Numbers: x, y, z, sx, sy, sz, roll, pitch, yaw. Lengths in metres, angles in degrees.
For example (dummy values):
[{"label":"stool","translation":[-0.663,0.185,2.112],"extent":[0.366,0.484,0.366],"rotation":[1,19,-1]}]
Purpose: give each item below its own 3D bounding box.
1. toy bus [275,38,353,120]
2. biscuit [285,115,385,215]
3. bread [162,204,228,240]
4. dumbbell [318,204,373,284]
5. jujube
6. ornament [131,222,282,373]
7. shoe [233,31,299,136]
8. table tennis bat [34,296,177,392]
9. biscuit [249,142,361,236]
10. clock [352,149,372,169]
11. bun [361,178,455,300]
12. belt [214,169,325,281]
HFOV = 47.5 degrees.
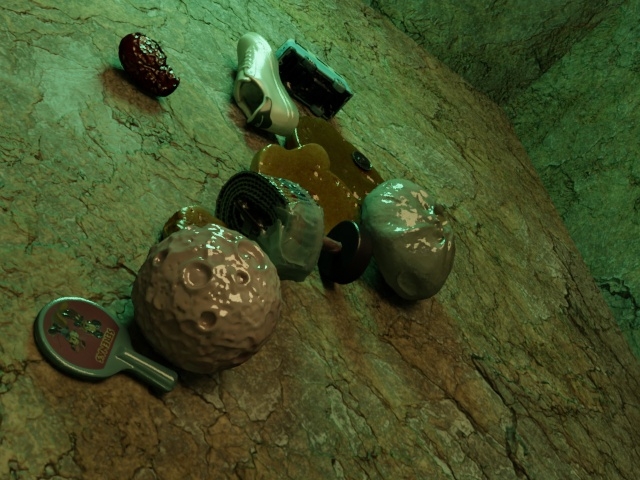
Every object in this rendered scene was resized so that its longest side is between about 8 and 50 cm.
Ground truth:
[{"label":"toy bus","translation":[-0.042,-0.527,2.329],"extent":[0.271,0.133,0.164],"rotation":[31,28,-32]},{"label":"biscuit","translation":[0.056,-0.207,2.122],"extent":[0.381,0.074,0.359],"rotation":[35,32,-25]},{"label":"bread","translation":[-0.249,-0.008,1.467],"extent":[0.140,0.069,0.128],"rotation":[29,32,-31]},{"label":"dumbbell","translation":[0.000,0.000,1.703],"extent":[0.218,0.152,0.152],"rotation":[25,35,-34]},{"label":"jujube","translation":[-0.414,-0.412,1.729],"extent":[0.166,0.104,0.104],"rotation":[55,27,-14]},{"label":"ornament","translation":[-0.189,0.093,1.252],"extent":[0.259,0.225,0.259],"rotation":[38,26,-22]},{"label":"shoe","translation":[-0.194,-0.450,2.041],"extent":[0.160,0.132,0.363],"rotation":[4,54,-45]},{"label":"table tennis bat","translation":[-0.338,0.175,1.161],"extent":[0.244,0.040,0.153],"rotation":[33,30,-16]},{"label":"biscuit","translation":[-0.038,-0.129,1.862],"extent":[0.344,0.057,0.287],"rotation":[25,52,-33]},{"label":"clock","translation":[0.124,-0.240,2.182],"extent":[0.074,0.010,0.083],"rotation":[42,28,-7]},{"label":"bun","translation":[0.253,-0.005,1.953],"extent":[0.354,0.194,0.354],"rotation":[47,28,-35]},{"label":"belt","translation":[-0.109,-0.027,1.538],"extent":[0.150,0.207,0.257],"rotation":[6,34,-49]}]
